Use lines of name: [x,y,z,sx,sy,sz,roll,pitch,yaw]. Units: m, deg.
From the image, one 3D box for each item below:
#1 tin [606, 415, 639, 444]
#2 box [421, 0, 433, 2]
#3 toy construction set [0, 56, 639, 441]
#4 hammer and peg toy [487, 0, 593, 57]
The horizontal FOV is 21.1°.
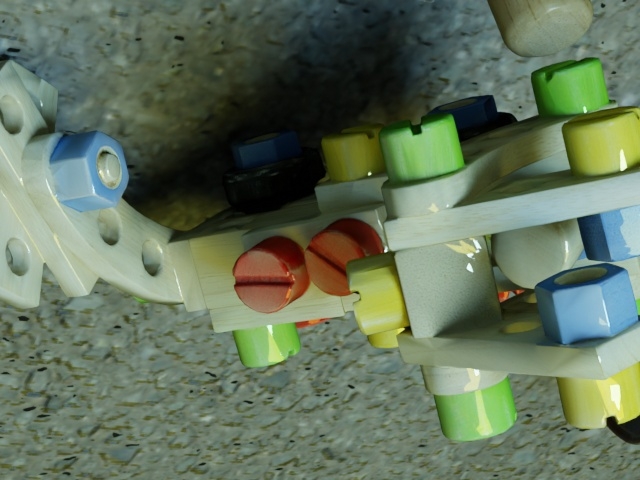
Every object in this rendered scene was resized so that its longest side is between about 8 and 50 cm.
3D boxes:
tin: [0.174,0.030,0.930,0.040,0.106,0.190,-19,141,-18]
box: [-0.057,-0.201,0.538,0.270,0.143,0.165,7,130,-32]
toy construction set: [0.000,0.000,0.715,0.327,0.215,0.151,7,109,23]
hammer and peg toy: [0.217,-0.202,0.611,0.266,0.127,0.361,-1,150,-32]
